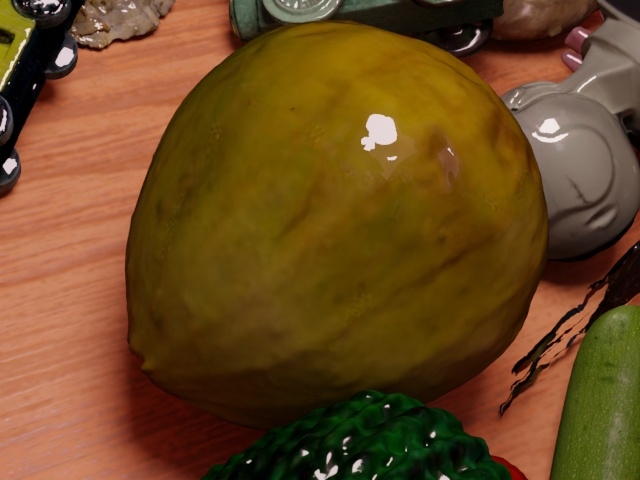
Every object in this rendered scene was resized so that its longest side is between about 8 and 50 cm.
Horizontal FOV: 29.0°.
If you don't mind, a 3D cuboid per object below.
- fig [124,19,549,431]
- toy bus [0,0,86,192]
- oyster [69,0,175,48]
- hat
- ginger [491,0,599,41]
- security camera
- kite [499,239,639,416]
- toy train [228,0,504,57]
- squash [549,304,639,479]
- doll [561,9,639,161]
[{"bbox_3d":[0.002,0.000,0.987,0.344,0.343,0.343,9,55,-13],"label":"fig"},{"bbox_3d":[-0.300,-0.163,1.061,0.150,0.128,0.262,21,69,-1],"label":"toy bus"},{"bbox_3d":[-0.241,-0.260,1.222,0.209,0.072,0.132,7,58,-17],"label":"oyster"},{"bbox_3d":[0.062,0.217,0.900,0.332,0.274,0.242,-14,93,-52],"label":"hat"},{"bbox_3d":[0.220,-0.360,1.414,0.245,0.155,0.304,-3,50,-13],"label":"ginger"},{"bbox_3d":[0.270,-0.100,1.184,0.277,0.191,0.197,-36,38,-5],"label":"security camera"},{"bbox_3d":[0.256,0.058,1.144,0.015,0.152,0.285,38,58,24],"label":"kite"},{"bbox_3d":[0.054,-0.290,1.247,0.305,0.150,0.221,-8,67,8],"label":"toy train"},{"bbox_3d":[0.242,0.213,1.046,0.101,0.101,0.378,19,57,-6],"label":"squash"},{"bbox_3d":[0.354,-0.156,1.343,0.211,0.093,0.262,30,66,-6],"label":"doll"}]
